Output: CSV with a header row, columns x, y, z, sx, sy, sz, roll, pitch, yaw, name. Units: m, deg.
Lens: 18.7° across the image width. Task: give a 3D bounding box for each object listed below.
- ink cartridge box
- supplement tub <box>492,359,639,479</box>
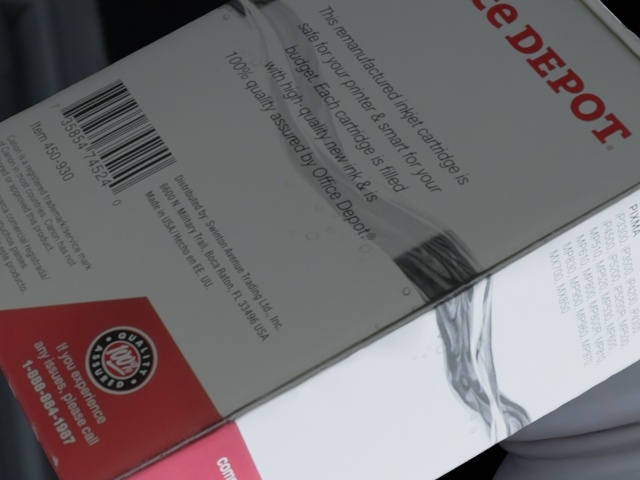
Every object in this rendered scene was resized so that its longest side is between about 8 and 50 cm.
x,y,z,sx,sy,sz,roll,pitch,yaw,name
0.000,0.000,0.392,0.135,0.056,0.099,-29,-131,-8,ink cartridge box
0.199,0.148,0.684,0.241,0.241,0.331,-21,-85,18,supplement tub
